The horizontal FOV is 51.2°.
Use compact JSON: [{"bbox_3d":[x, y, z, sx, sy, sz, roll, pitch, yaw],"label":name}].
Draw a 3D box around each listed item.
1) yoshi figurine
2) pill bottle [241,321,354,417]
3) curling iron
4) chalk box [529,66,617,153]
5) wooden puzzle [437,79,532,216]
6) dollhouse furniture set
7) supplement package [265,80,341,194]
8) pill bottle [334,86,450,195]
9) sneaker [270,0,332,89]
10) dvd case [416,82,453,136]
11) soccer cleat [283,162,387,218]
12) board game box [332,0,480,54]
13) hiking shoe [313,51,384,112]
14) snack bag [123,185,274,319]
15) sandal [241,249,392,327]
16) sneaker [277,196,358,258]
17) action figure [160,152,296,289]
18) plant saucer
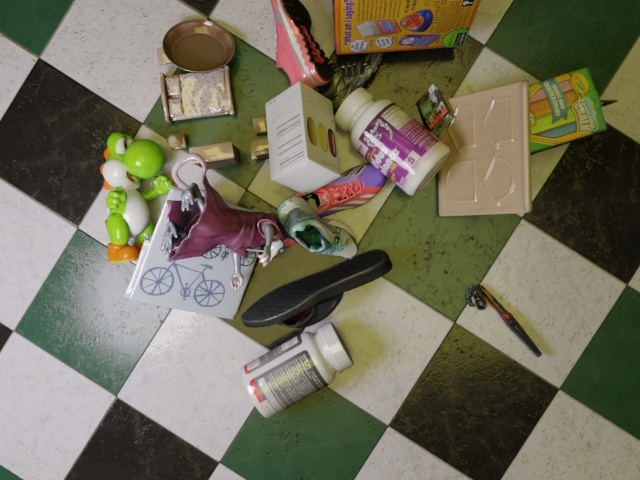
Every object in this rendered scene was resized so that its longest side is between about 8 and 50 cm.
[{"bbox_3d":[-0.500,-0.125,1.834,0.202,0.203,0.362,-7,89,-15],"label":"yoshi figurine"},{"bbox_3d":[-0.061,0.352,1.840,0.283,0.161,0.161,-29,91,2],"label":"pill bottle"},{"bbox_3d":[0.520,0.230,1.889,0.274,0.035,0.068,42,96,1],"label":"curling iron"},{"bbox_3d":[0.643,-0.347,1.805,0.288,0.180,0.179,-18,91,0],"label":"chalk box"},{"bbox_3d":[0.435,-0.228,1.752,0.080,0.347,0.322,-2,91,-30],"label":"wooden puzzle"},{"bbox_3d":[-0.289,-0.385,1.823,0.303,0.174,0.356,-8,91,1],"label":"dollhouse furniture set"},{"bbox_3d":[-0.047,-0.268,1.772,0.133,0.139,0.244,-26,59,35],"label":"supplement package"},{"bbox_3d":[0.187,-0.274,1.809,0.301,0.169,0.169,41,92,11],"label":"pill bottle"},{"bbox_3d":[-0.088,-0.546,1.848,0.136,0.116,0.314,-29,76,33],"label":"sneaker"},{"bbox_3d":[0.315,-0.360,1.843,0.013,0.087,0.119,-11,67,-33],"label":"dvd case"},{"bbox_3d":[0.039,-0.125,1.849,0.318,0.116,0.109,-22,91,2],"label":"soccer cleat"},{"bbox_3d":[0.201,-0.721,1.684,0.356,0.356,0.357,-4,79,1],"label":"board game box"},{"bbox_3d":[0.080,-0.469,1.857,0.114,0.086,0.227,41,92,-3],"label":"hiking shoe"},{"bbox_3d":[-0.323,0.038,1.799,0.323,0.037,0.343,15,104,-31],"label":"snack bag"},{"bbox_3d":[-0.002,0.163,1.841,0.445,0.167,0.107,-22,108,2],"label":"sandal"},{"bbox_3d":[0.000,0.000,1.798,0.283,0.122,0.110,28,118,-37],"label":"sneaker"},{"bbox_3d":[-0.229,-0.034,1.725,0.248,0.370,0.276,-27,66,43],"label":"action figure"},{"bbox_3d":[-0.337,-0.531,1.855,0.198,0.036,0.199,3,60,-6],"label":"plant saucer"}]
